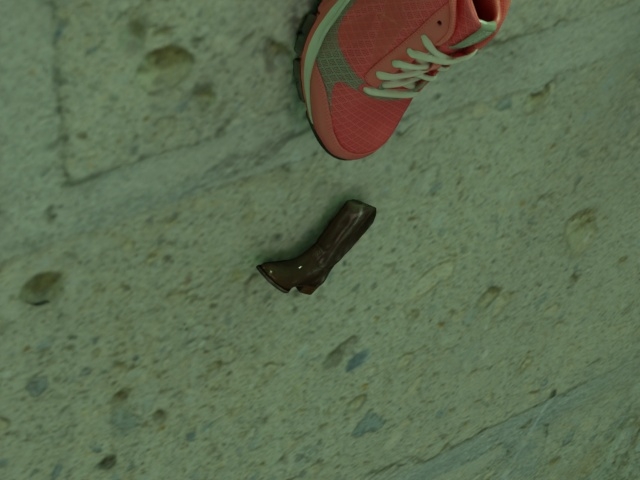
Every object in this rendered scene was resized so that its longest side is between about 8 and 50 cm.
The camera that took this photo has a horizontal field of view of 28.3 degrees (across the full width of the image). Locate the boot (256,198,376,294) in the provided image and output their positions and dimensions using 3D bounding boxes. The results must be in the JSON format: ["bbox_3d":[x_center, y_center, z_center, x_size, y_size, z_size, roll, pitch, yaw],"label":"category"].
[{"bbox_3d":[0.000,0.000,1.223,0.114,0.037,0.106,-48,157,15],"label":"boot"}]

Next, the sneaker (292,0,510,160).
[{"bbox_3d":[0.077,-0.178,1.021,0.116,0.136,0.314,-7,133,-37],"label":"sneaker"}]
